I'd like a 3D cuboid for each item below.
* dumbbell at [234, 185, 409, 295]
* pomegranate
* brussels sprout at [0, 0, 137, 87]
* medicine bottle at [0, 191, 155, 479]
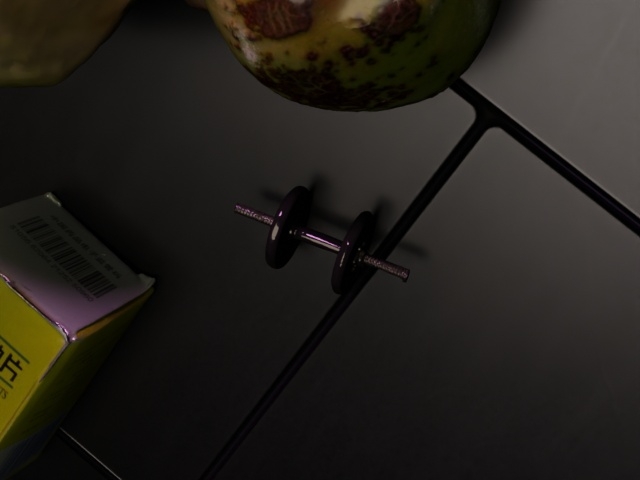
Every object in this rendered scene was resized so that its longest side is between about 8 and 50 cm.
[{"bbox_3d":[0.000,0.000,0.831,0.147,0.069,0.069,21,113,13],"label":"dumbbell"},{"bbox_3d":[-0.017,-0.191,0.701,0.276,0.204,0.222,1,109,21],"label":"pomegranate"},{"bbox_3d":[-0.240,-0.272,0.706,0.276,0.315,0.371,-47,71,16],"label":"brussels sprout"},{"bbox_3d":[-0.276,0.099,0.931,0.137,0.141,0.250,42,116,8],"label":"medicine bottle"}]
